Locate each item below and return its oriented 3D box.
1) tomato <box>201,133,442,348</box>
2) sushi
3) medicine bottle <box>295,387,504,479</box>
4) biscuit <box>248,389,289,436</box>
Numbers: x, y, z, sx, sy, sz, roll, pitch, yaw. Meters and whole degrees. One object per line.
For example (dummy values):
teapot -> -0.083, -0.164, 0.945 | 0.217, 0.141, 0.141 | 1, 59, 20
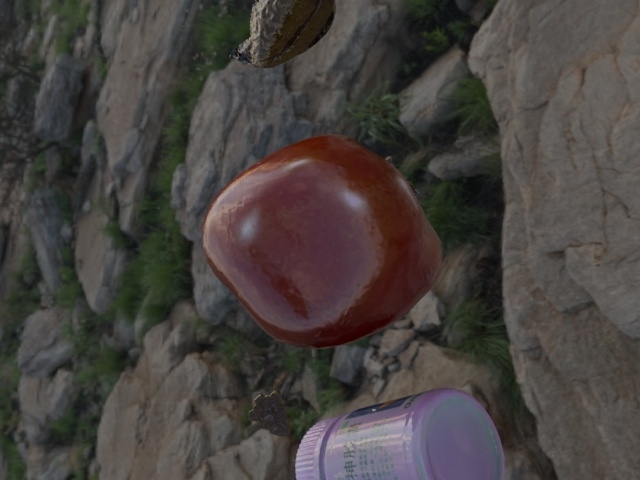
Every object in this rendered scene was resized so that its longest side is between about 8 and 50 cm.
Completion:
tomato -> 0.000, 0.000, 0.888 | 0.289, 0.293, 0.325 | -39, 14, -7
sushi -> -0.049, -0.421, 1.135 | 0.287, 0.149, 0.140 | -53, 56, 41
medicine bottle -> 0.109, 0.332, 0.942 | 0.290, 0.178, 0.178 | -30, 63, 47
biscuit -> -0.088, 0.323, 1.161 | 0.082, 0.016, 0.092 | -45, 81, 13
